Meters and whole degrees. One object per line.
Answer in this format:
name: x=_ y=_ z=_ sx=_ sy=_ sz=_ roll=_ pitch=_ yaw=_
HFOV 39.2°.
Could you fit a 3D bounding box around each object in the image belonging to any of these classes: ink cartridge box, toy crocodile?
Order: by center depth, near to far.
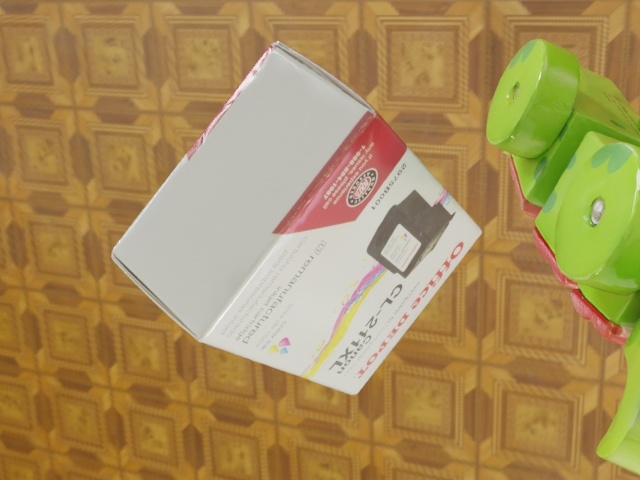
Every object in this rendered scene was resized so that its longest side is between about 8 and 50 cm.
ink cartridge box: x=0.000 y=0.000 z=0.467 sx=0.072 sy=0.175 sz=0.127 roll=39 pitch=93 yaw=31
toy crocodile: x=0.155 y=-0.017 z=0.472 sx=0.115 sy=0.340 sz=0.105 roll=19 pitch=119 yaw=-14
